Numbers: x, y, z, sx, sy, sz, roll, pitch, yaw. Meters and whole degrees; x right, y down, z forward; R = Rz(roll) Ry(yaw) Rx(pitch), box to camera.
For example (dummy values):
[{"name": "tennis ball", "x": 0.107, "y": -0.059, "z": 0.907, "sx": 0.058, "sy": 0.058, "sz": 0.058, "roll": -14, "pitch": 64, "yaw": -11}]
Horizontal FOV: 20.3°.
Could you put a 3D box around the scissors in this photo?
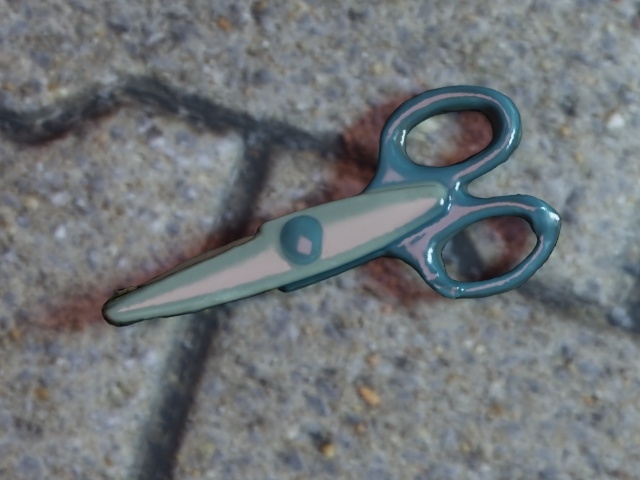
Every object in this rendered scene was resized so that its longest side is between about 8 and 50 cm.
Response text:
[{"name": "scissors", "x": 0.000, "y": 0.000, "z": 1.114, "sx": 0.289, "sy": 0.041, "sz": 0.138, "roll": -19, "pitch": 80, "yaw": 2}]
